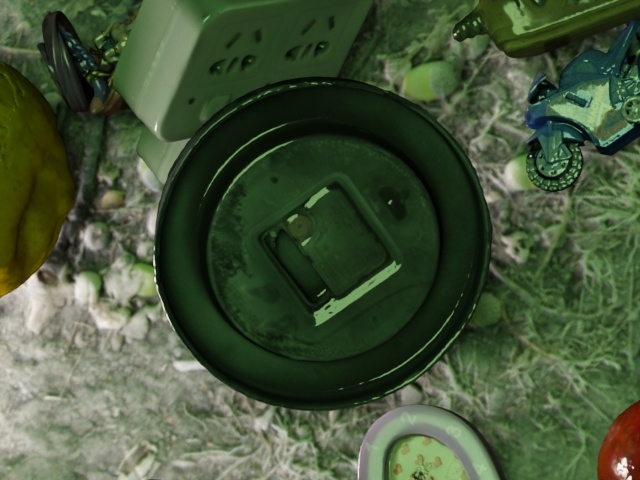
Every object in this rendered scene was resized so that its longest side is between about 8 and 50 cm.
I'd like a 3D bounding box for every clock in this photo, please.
[{"bbox_3d":[0.108,0.261,1.881,0.172,0.064,0.198,19,89,17],"label":"clock"},{"bbox_3d":[0.001,0.001,1.865,0.318,0.066,0.319,-2,105,-7],"label":"clock"}]

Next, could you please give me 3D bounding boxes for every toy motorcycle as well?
[{"bbox_3d":[0.267,-0.138,1.883,0.205,0.076,0.114,-37,68,8],"label":"toy motorcycle"}]

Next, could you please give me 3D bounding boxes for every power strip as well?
[{"bbox_3d":[-0.099,-0.171,1.920,0.141,0.229,0.261,49,132,27],"label":"power strip"},{"bbox_3d":[0.303,-0.260,1.839,0.387,0.066,0.092,-20,77,5],"label":"power strip"}]

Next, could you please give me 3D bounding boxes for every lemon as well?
[{"bbox_3d":[-0.397,-0.063,1.956,0.297,0.297,0.297,-2,83,16],"label":"lemon"}]

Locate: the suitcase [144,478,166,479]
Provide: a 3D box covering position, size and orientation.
[{"bbox_3d":[-0.095,0.370,1.783,0.188,0.345,0.339,-39,75,14],"label":"suitcase"}]

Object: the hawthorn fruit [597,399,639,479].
[{"bbox_3d":[0.333,0.212,1.766,0.189,0.189,0.189,-2,83,16],"label":"hawthorn fruit"}]

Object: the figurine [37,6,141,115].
[{"bbox_3d":[-0.209,-0.184,2.014,0.157,0.126,0.114,-11,117,-21],"label":"figurine"}]
